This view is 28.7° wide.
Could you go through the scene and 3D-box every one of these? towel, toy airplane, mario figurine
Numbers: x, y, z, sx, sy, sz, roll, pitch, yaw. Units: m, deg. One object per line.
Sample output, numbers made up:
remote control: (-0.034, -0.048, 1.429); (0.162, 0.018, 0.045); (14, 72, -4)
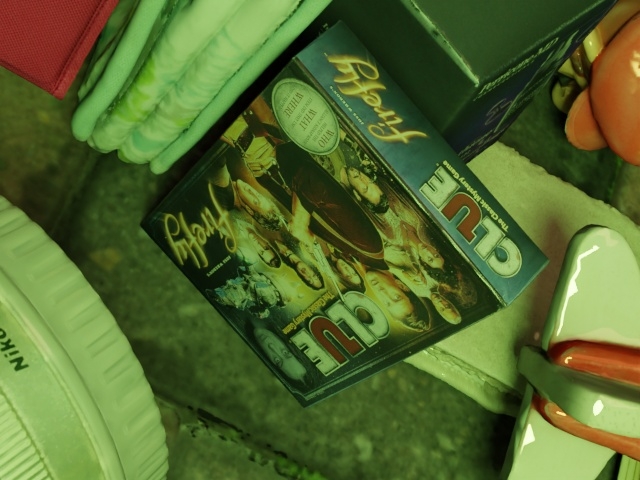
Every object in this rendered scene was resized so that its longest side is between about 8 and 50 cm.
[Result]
towel: (-0.016, -0.234, 0.734); (0.090, 0.374, 0.321); (30, 58, -16)
toy airplane: (0.308, 0.128, 0.766); (0.384, 0.272, 0.386); (-33, 114, -15)
towel: (0.121, 0.017, 0.897); (0.282, 0.049, 0.187); (30, 58, -13)
mario figurine: (0.187, -0.191, 0.994); (0.198, 0.170, 0.321); (-24, 68, 4)

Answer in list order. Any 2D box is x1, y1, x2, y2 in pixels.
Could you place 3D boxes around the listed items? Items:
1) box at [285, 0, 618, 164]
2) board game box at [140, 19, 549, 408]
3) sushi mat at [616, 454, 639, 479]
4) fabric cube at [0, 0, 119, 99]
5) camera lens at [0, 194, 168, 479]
box: (0.071, -0.115, 0.775); (0.153, 0.207, 0.108); (-35, 81, -29)
board game box: (0.000, 0.000, 0.723); (0.165, 0.243, 0.042); (48, 58, -2)
sushi mat: (0.299, 0.134, 0.955); (0.151, 0.019, 0.317); (30, 60, -16)
fabric cube: (-0.179, -0.286, 0.695); (0.258, 0.254, 0.259); (29, 33, -16)
camera lens: (-0.235, 0.121, 0.569); (0.274, 0.219, 0.219); (-36, 89, -33)
